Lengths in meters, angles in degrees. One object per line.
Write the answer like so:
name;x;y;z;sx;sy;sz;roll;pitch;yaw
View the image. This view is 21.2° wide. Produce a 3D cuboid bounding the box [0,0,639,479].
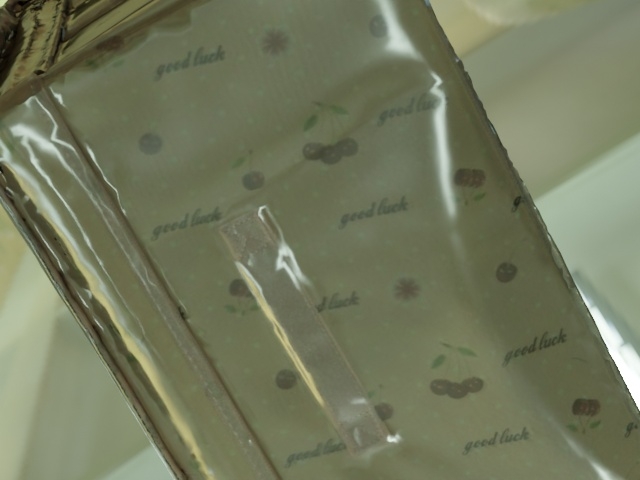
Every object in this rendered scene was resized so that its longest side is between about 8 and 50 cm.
box;0.000;0.000;0.775;0.190;0.297;0.225;-27;-160;4
